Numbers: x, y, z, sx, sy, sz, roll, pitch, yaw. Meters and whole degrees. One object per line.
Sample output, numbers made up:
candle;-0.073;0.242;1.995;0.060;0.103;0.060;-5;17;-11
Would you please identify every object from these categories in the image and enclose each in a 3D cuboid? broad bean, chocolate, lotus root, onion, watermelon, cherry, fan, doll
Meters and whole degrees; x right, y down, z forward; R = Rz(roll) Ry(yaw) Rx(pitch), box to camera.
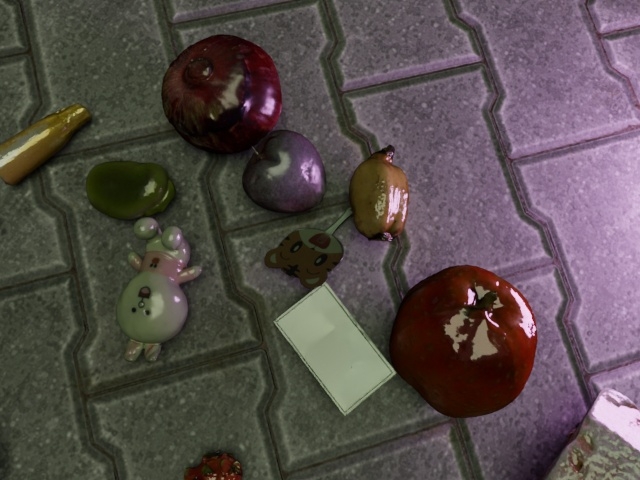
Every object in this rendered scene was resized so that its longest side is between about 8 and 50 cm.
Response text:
broad bean;-0.386;-0.104;1.039;0.174;0.082;0.124;-7;79;4
chocolate;-0.571;-0.204;1.044;0.219;0.085;0.086;-40;85;-15
lotus root;0.122;-0.100;1.060;0.118;0.125;0.221;-11;70;34
onion;-0.203;-0.299;1.033;0.246;0.190;0.246;-3;79;13
watermelon;0.554;0.414;0.958;0.387;0.228;0.258;-7;71;3
cherry;-0.071;-0.139;1.041;0.176;0.140;0.176;-3;97;-24
fan;0.000;0.000;1.056;0.152;0.008;0.227;27;59;31
doll;-0.315;0.097;0.992;0.154;0.113;0.275;6;85;5

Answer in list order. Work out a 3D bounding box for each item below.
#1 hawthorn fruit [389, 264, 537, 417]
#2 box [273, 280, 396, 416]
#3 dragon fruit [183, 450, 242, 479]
hawthorn fruit;0.268;0.176;0.943;0.275;0.300;0.275;4;54;-5
box;0.024;0.211;1.005;0.129;0.086;0.225;-37;84;-10
dragon fruit;-0.201;0.440;0.946;0.116;0.086;0.081;-10;118;1
